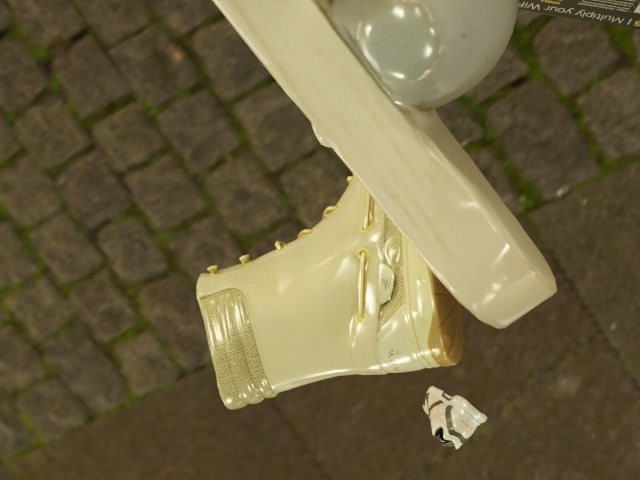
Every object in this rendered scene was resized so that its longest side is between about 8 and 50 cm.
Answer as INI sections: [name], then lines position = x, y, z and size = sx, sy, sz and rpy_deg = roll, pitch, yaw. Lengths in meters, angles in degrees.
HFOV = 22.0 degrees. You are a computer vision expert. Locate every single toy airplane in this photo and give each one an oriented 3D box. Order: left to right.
[toy airplane]
position = -0.087, -0.183, 0.461
size = 0.384, 0.272, 0.386
rpy_deg = 44, 168, 38

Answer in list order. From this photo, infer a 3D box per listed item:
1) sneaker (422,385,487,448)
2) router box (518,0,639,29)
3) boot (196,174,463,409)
[sneaker]
position = 0.111, 0.161, 1.487
size = 0.040, 0.109, 0.043
rpy_deg = 38, 82, -10
[router box]
position = 0.259, -0.247, 1.223
size = 0.309, 0.081, 0.243
rpy_deg = 9, 159, -5
[boot]
position = 0.000, 0.000, 1.317
size = 0.203, 0.262, 0.095
rpy_deg = -15, 150, 17
